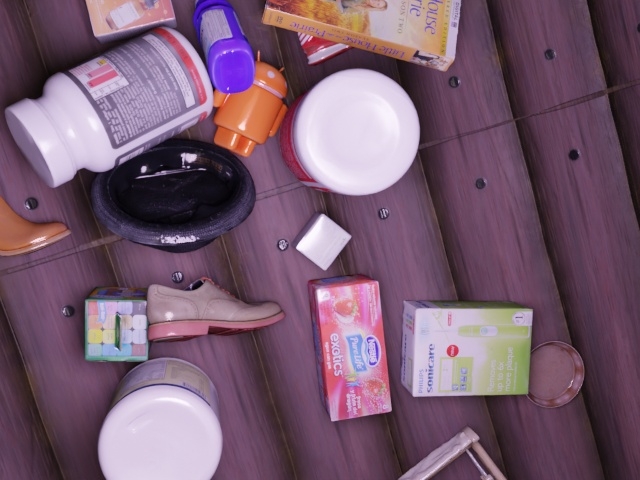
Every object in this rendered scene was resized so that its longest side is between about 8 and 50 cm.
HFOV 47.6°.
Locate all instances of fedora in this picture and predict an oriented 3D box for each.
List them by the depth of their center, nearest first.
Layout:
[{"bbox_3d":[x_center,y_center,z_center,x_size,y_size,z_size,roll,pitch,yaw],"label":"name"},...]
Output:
[{"bbox_3d":[-0.306,-0.068,1.533,0.334,0.334,0.152,-1,139,-9],"label":"fedora"}]

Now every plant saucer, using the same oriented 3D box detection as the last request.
[{"bbox_3d":[0.572,0.330,1.807,0.169,0.029,0.168,-1,96,-9],"label":"plant saucer"}]

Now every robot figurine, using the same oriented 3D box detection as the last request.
[{"bbox_3d":[-0.153,-0.295,1.578,0.158,0.128,0.219,25,91,-6],"label":"robot figurine"}]

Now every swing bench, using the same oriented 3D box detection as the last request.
[{"bbox_3d":[0.313,0.607,1.724,0.253,0.165,0.254,-35,94,-4],"label":"swing bench"}]

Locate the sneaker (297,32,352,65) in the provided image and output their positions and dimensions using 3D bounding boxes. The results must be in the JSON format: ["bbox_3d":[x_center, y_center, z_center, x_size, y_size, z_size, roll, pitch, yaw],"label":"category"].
[{"bbox_3d":[0.050,-0.490,1.618,0.221,0.087,0.128,-28,100,-7],"label":"sneaker"}]

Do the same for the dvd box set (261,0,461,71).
[{"bbox_3d":[0.103,-0.561,1.582,0.421,0.062,0.307,13,72,-10],"label":"dvd box set"}]

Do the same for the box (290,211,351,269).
[{"bbox_3d":[0.000,0.000,1.644,0.087,0.101,0.102,39,88,-10],"label":"box"}]

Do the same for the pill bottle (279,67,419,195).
[{"bbox_3d":[0.037,-0.210,1.476,0.229,0.408,0.229,-1,95,-10],"label":"pill bottle"}]

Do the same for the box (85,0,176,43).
[{"bbox_3d":[-0.405,-0.505,1.537,0.171,0.091,0.130,-16,97,-8],"label":"box"}]

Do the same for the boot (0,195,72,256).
[{"bbox_3d":[-0.688,-0.070,1.534,0.284,0.109,0.220,-11,93,-1],"label":"boot"}]

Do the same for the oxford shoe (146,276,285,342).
[{"bbox_3d":[-0.214,0.139,1.556,0.348,0.123,0.130,2,74,-49],"label":"oxford shoe"}]

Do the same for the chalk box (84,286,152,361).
[{"bbox_3d":[-0.425,0.179,1.532,0.132,0.213,0.132,2,94,-9],"label":"chalk box"}]

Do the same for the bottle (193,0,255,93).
[{"bbox_3d":[-0.205,-0.421,1.494,0.092,0.282,0.118,-11,138,-11],"label":"bottle"}]

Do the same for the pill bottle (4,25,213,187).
[{"bbox_3d":[-0.414,-0.264,1.446,0.363,0.210,0.210,-34,100,-26],"label":"pill bottle"}]

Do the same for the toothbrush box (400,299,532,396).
[{"bbox_3d":[0.341,0.251,1.715,0.283,0.122,0.206,2,94,-8],"label":"toothbrush box"}]

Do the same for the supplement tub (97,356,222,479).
[{"bbox_3d":[-0.326,0.378,1.509,0.236,0.325,0.235,-1,95,-10],"label":"supplement tub"}]

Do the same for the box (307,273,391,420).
[{"bbox_3d":[0.062,0.237,1.652,0.142,0.154,0.299,-7,95,-9],"label":"box"}]
